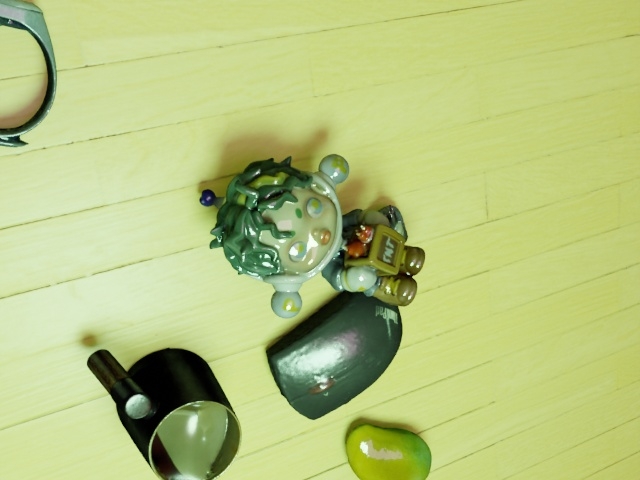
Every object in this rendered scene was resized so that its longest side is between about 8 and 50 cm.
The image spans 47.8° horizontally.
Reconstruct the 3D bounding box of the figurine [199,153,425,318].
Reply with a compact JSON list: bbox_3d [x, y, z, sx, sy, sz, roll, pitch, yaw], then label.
[{"bbox_3d":[0.000,0.003,1.140,0.382,0.186,0.261,22,67,-27],"label":"figurine"}]

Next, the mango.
[{"bbox_3d":[0.126,0.416,1.382,0.191,0.085,0.122,18,105,-19],"label":"mango"}]

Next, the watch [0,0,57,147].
[{"bbox_3d":[-0.450,-0.225,0.933,0.206,0.068,0.193,6,100,-29],"label":"watch"}]

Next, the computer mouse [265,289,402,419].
[{"bbox_3d":[0.045,0.194,1.270,0.269,0.100,0.170,-37,114,-13],"label":"computer mouse"}]

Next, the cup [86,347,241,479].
[{"bbox_3d":[-0.248,0.269,1.099,0.239,0.177,0.166,14,97,-28],"label":"cup"}]
